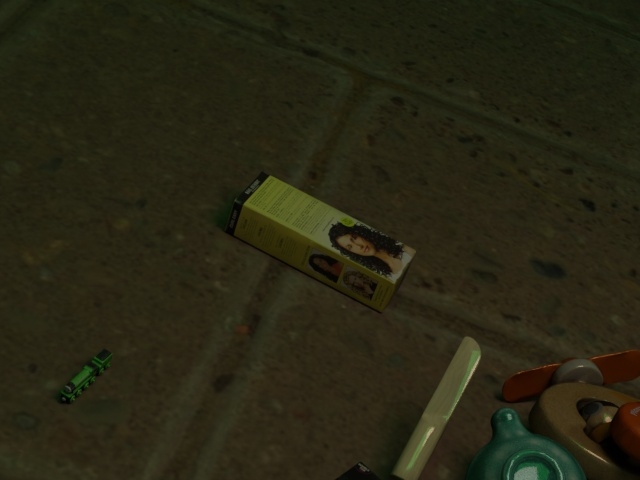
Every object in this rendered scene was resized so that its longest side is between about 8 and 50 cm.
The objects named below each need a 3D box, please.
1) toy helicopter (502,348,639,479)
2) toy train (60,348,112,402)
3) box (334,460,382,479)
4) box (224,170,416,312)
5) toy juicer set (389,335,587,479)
[{"bbox_3d":[0.380,0.213,1.537,0.355,0.140,0.235,-2,33,-43],"label":"toy helicopter"},{"bbox_3d":[-0.252,0.145,1.379,0.017,0.024,0.083,30,38,11],"label":"toy train"},{"bbox_3d":[0.030,0.281,1.321,0.062,0.052,0.083,40,41,22],"label":"box"},{"bbox_3d":[0.000,0.000,1.645,0.232,0.058,0.087,26,38,8],"label":"box"},{"bbox_3d":[0.193,0.287,1.354,0.209,0.089,0.329,-37,69,-18],"label":"toy juicer set"}]
